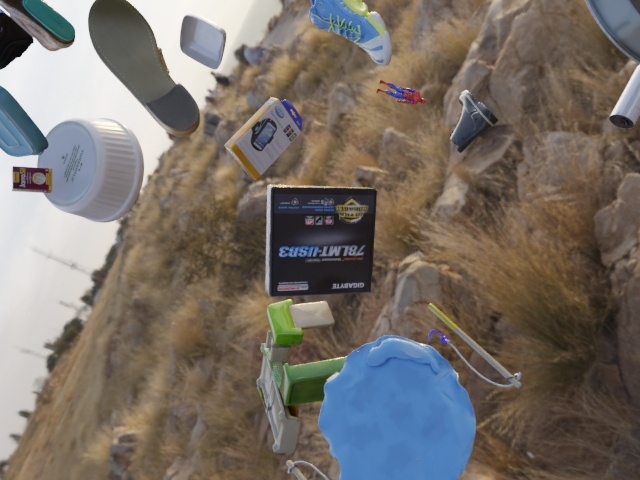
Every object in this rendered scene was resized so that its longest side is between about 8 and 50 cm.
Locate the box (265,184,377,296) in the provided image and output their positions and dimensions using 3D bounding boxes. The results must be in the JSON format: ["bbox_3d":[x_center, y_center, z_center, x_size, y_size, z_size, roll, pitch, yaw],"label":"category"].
[{"bbox_3d":[0.000,0.000,1.515,0.073,0.295,0.294,-154,66,-72],"label":"box"}]

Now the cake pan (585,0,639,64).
[{"bbox_3d":[0.580,-0.436,0.981,0.054,0.293,0.293,-35,33,61],"label":"cake pan"}]

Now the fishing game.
[{"bbox_3d":[0.084,0.204,0.641,0.189,0.041,0.264,38,89,34],"label":"fishing game"}]

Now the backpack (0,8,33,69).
[{"bbox_3d":[-0.728,-0.448,1.261,0.120,0.098,0.101,-50,49,-5],"label":"backpack"}]

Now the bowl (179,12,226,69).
[{"bbox_3d":[-0.342,-0.597,1.658,0.053,0.142,0.142,-62,0,-39],"label":"bowl"}]

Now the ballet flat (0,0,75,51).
[{"bbox_3d":[-0.752,-0.587,1.363,0.106,0.316,0.108,-11,43,38],"label":"ballet flat"}]

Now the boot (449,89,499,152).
[{"bbox_3d":[0.412,-0.349,1.623,0.137,0.077,0.198,-45,27,18],"label":"boot"}]

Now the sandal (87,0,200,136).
[{"bbox_3d":[-0.261,-0.242,0.827,0.088,0.240,0.079,-34,-7,-18],"label":"sandal"}]

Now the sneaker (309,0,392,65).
[{"bbox_3d":[0.051,-0.447,1.164,0.091,0.126,0.240,82,163,-71],"label":"sneaker"}]

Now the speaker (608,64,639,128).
[{"bbox_3d":[0.685,-0.313,1.218,0.136,0.055,0.055,-60,16,-5],"label":"speaker"}]

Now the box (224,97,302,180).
[{"bbox_3d":[-0.092,-0.180,0.962,0.136,0.081,0.028,-49,43,-13],"label":"box"}]

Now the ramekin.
[{"bbox_3d":[-0.586,-0.183,1.403,0.273,0.272,0.127,-61,-24,11],"label":"ramekin"}]

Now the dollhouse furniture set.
[{"bbox_3d":[-0.034,0.289,1.190,0.198,0.151,0.302,-113,25,-43],"label":"dollhouse furniture set"}]

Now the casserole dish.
[{"bbox_3d":[-0.643,-0.237,1.139,0.114,0.188,0.037,-3,46,21],"label":"casserole dish"}]

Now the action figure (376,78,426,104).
[{"bbox_3d":[0.188,-0.337,1.287,0.030,0.115,0.038,93,-164,-82],"label":"action figure"}]

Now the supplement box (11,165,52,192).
[{"bbox_3d":[-0.675,-0.142,1.309,0.043,0.083,0.055,-11,81,57],"label":"supplement box"}]
